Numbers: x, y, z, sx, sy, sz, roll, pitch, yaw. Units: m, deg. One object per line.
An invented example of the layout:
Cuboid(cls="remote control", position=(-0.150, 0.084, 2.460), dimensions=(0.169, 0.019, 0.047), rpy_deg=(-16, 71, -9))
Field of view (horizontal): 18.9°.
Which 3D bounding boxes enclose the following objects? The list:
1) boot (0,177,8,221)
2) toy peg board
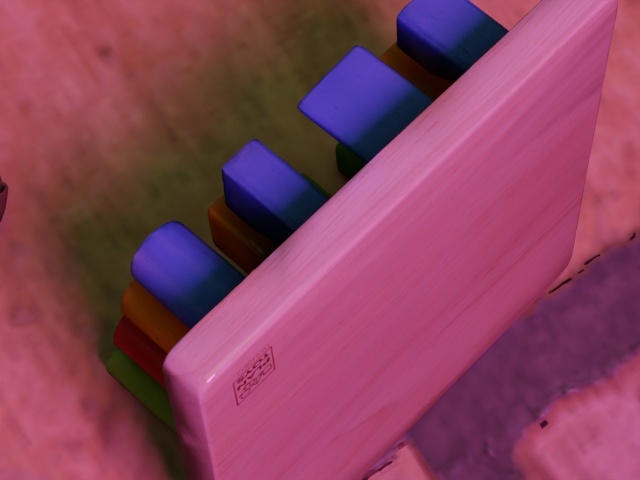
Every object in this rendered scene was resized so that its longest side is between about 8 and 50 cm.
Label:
Cuboid(cls="boot", position=(-0.196, -0.060, 0.607), dimensions=(0.106, 0.082, 0.219), rpy_deg=(-27, 74, -39))
Cuboid(cls="toy peg board", position=(0.000, 0.000, 0.570), dimensions=(0.079, 0.161, 0.161), rpy_deg=(39, 70, 20))
